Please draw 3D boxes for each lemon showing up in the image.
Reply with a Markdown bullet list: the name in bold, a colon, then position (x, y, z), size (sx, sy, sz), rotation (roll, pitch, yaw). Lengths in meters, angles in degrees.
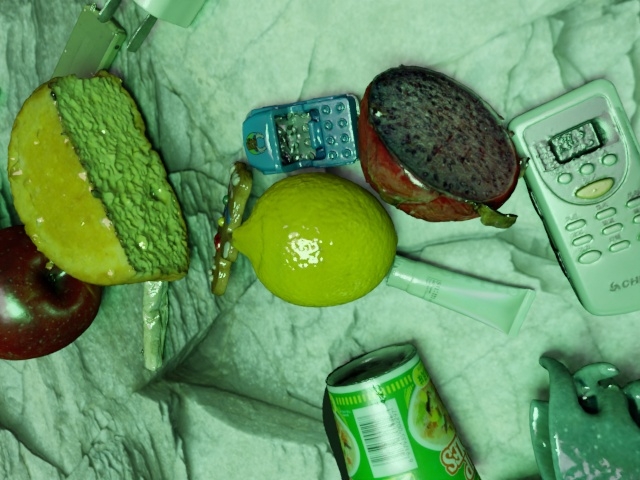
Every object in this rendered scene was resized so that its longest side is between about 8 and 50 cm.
- **lemon**: position (0.000, 0.000, 0.710), size (0.243, 0.187, 0.187), rotation (5, 106, -19)

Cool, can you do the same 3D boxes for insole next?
- **insole**: position (0.067, 0.359, 0.861), size (0.109, 0.007, 0.323), rotation (-8, 100, 18)

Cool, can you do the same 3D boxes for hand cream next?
- **hand cream**: position (0.197, 0.075, 0.742), size (0.204, 0.050, 0.078), rotation (19, 107, 7)

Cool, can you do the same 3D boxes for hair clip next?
- **hair clip**: position (0.407, 0.293, 0.617), size (0.317, 0.392, 0.239), rotation (13, 79, 13)

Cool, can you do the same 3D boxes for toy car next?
- **toy car**: position (-0.030, -0.147, 0.725), size (0.190, 0.100, 0.097), rotation (-4, 105, 21)

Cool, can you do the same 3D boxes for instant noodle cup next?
- **instant noodle cup**: position (0.109, 0.287, 0.742), size (0.206, 0.207, 0.233), rotation (-20, 90, 19)

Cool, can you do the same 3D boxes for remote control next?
- **remote control**: position (0.357, -0.046, 0.665), size (0.140, 0.056, 0.297), rotation (-23, 94, 21)

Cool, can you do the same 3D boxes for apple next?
- **apple**: position (-0.473, 0.084, 0.835), size (0.201, 0.218, 0.218), rotation (-29, 93, 29)

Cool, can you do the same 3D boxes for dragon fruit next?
- **dragon fruit**: position (0.129, -0.095, 0.661), size (0.223, 0.219, 0.148), rotation (31, 140, -4)

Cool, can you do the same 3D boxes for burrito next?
- **burrito**: position (-0.284, 0.132, 0.886), size (0.041, 0.045, 0.186), rotation (24, 114, 46)

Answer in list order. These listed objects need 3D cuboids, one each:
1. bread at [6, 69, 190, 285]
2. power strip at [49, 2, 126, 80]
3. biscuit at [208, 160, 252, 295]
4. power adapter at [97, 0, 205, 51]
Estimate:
- **bread**: position (-0.348, -0.068, 0.780), size (0.178, 0.194, 0.341), rotation (-19, 98, 18)
- **power strip**: position (-0.372, -0.297, 0.824), size (0.076, 0.028, 0.169), rotation (42, 111, 4)
- **biscuit**: position (-0.141, -0.013, 0.771), size (0.031, 0.138, 0.205), rotation (8, 106, -19)
- **power adapter**: position (-0.235, -0.368, 0.719), size (0.130, 0.125, 0.205), rotation (42, 109, 2)
